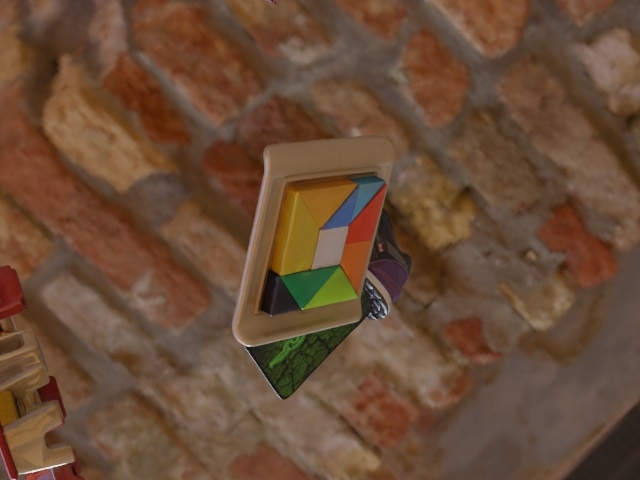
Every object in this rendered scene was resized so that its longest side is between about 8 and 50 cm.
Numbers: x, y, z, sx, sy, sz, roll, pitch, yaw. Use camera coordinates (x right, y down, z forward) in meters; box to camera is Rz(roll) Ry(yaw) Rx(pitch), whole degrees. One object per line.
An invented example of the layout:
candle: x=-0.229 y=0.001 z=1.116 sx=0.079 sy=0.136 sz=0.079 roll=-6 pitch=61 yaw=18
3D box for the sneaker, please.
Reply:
sneaker: x=0.037 y=-0.025 z=2.001 sx=0.107 sy=0.124 sz=0.283 roll=-4 pitch=127 yaw=45

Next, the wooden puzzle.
wooden puzzle: x=0.000 y=0.000 z=1.586 sx=0.044 sy=0.239 sz=0.221 roll=23 pitch=-158 yaw=39

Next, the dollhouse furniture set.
dollhouse furniture set: x=-0.386 y=0.207 z=1.594 sx=0.374 sy=0.152 sz=0.201 roll=-128 pitch=22 yaw=-58

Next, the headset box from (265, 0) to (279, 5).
headset box: x=-0.060 y=-0.298 z=1.441 sx=0.083 sy=0.062 sz=0.032 roll=35 pitch=-179 yaw=-34

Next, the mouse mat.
mouse mat: x=-0.014 y=0.112 z=1.806 sx=0.007 sy=0.190 sz=0.153 roll=30 pitch=159 yaw=41
